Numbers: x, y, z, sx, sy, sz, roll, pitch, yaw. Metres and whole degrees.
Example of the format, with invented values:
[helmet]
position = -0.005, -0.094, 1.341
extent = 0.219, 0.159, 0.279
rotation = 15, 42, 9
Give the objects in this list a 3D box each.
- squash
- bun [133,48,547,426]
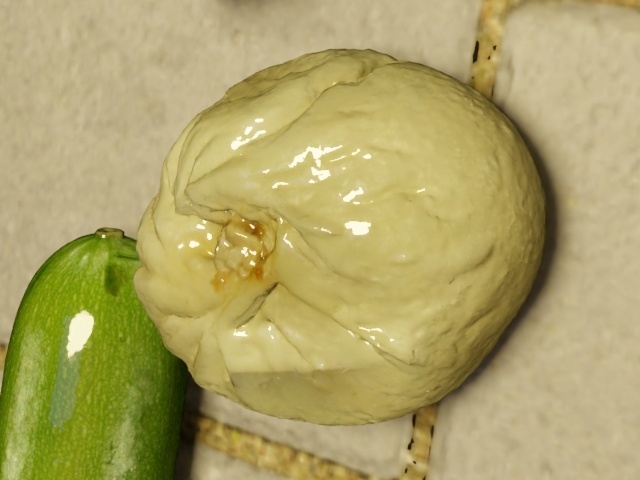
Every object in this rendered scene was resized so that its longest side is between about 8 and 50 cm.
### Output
[squash]
position = -0.134, 0.177, 0.679
extent = 0.101, 0.101, 0.378
rotation = 18, 100, 28
[bun]
position = 0.000, 0.000, 0.574
extent = 0.188, 0.111, 0.164
rotation = 4, 100, 27
